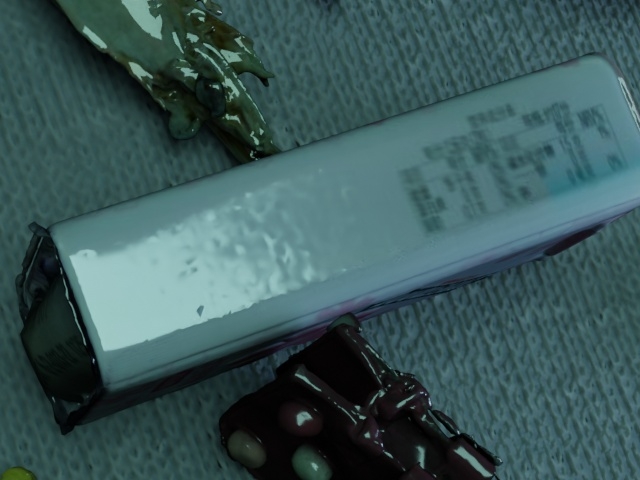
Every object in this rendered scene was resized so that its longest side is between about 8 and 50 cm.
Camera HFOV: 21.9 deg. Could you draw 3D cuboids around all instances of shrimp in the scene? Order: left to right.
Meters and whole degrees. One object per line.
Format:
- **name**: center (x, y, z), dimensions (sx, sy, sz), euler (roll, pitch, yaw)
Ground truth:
- **shrimp**: center (-0.085, -0.204, 1.090), dimensions (0.247, 0.085, 0.360), euler (-20, 78, -25)

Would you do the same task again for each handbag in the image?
- **handbag**: center (0.042, 0.148, 0.952), dimensions (0.203, 0.216, 0.074), euler (46, 72, -2)

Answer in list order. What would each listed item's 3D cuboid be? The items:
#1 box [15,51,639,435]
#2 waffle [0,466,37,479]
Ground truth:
- **box**: center (0.000, 0.000, 0.995), dimensions (0.369, 0.190, 0.112), euler (-17, 80, -19)
- **waffle**: center (-0.205, 0.249, 0.936), dimensions (0.253, 0.056, 0.249), euler (26, 66, -3)
